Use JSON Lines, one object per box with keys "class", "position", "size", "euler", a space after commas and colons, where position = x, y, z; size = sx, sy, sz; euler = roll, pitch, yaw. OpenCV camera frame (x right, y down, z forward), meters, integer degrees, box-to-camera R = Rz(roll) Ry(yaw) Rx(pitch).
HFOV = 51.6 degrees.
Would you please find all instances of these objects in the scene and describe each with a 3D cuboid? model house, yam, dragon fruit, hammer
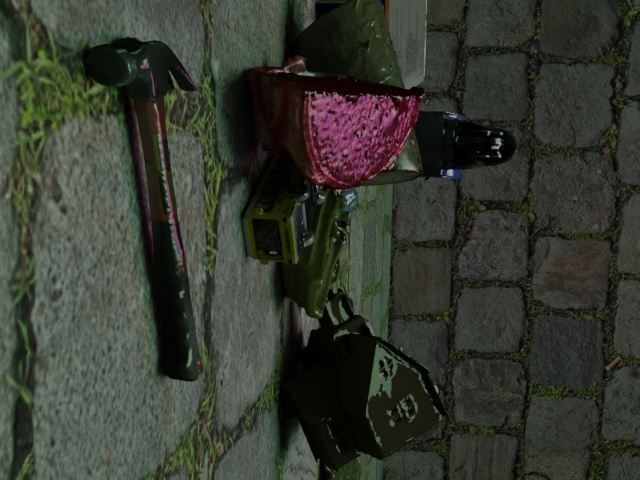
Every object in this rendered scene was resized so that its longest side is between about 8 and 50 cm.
{"class": "model house", "position": [0.032, 0.204, 1.043], "size": [0.211, 0.204, 0.244], "euler": [-8, -74, 60]}
{"class": "yam", "position": [0.054, -0.208, 0.990], "size": [0.161, 0.161, 0.268], "euler": [-7, 82, -79]}
{"class": "dragon fruit", "position": [-0.001, -0.148, 0.821], "size": [0.274, 0.161, 0.126], "euler": [-16, 128, -50]}
{"class": "hammer", "position": [-0.123, -0.012, 0.524], "size": [0.111, 0.033, 0.288], "euler": [-62, 153, -65]}

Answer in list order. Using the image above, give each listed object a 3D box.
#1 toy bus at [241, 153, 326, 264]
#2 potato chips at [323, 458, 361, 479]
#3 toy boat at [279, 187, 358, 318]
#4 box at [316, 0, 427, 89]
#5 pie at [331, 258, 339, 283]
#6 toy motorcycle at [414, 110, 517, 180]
{"class": "toy bus", "position": [-0.037, -0.063, 0.865], "size": [0.226, 0.074, 0.081], "euler": [-74, 164, -53]}
{"class": "potato chips", "position": [0.068, 0.474, 1.566], "size": [0.429, 0.069, 0.359], "euler": [-66, 154, -64]}
{"class": "toy boat", "position": [-0.006, -0.001, 1.041], "size": [0.276, 0.084, 0.111], "euler": [-71, 163, -48]}
{"class": "box", "position": [0.108, -0.377, 1.282], "size": [0.299, 0.106, 0.200], "euler": [-40, 135, -51]}
{"class": "pie", "position": [0.027, 0.049, 1.377], "size": [0.084, 0.021, 0.084], "euler": [2, 90, -80]}
{"class": "toy motorcycle", "position": [0.159, -0.166, 1.154], "size": [0.212, 0.358, 0.125], "euler": [-8, 102, -70]}
